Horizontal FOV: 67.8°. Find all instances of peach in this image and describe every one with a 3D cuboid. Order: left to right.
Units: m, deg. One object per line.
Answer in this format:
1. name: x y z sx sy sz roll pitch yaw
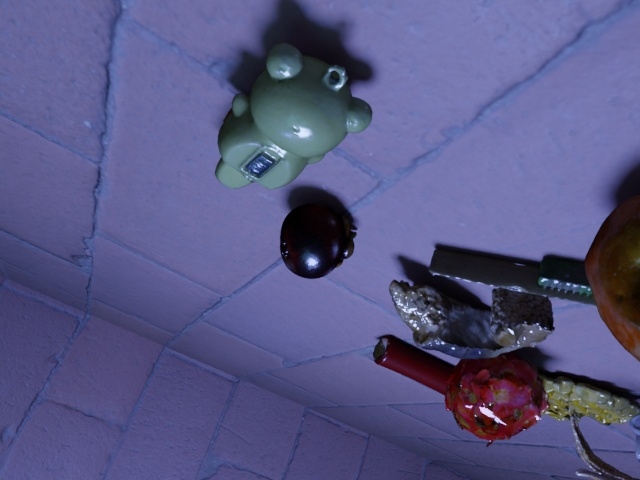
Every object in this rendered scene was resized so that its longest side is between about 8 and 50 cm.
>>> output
1. peach: 0.400 0.054 0.484 0.215 0.235 0.214 7 149 4

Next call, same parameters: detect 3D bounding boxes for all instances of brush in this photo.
1. brush: 0.311 0.051 0.727 0.283 0.054 0.048 10 142 20

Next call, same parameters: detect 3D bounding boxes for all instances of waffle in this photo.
1. waffle: 0.599 0.381 1.130 0.262 0.056 0.250 17 152 12

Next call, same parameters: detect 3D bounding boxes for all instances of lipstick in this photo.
1. lipstick: 0.254 0.330 1.243 0.241 0.080 0.080 28 152 -14

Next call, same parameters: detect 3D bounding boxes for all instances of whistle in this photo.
1. whistle: -0.056 -0.132 0.585 0.131 0.106 0.288 30 150 -23

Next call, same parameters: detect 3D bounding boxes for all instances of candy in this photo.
1. candy: 0.331 0.122 0.785 0.096 0.110 0.085 9 143 -2

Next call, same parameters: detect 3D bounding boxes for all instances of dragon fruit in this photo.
1. dragon fruit: 0.378 0.341 1.057 0.205 0.210 0.268 -11 145 -1

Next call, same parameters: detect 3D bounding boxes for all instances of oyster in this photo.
1. oyster: 0.251 0.167 0.912 0.166 0.110 0.341 0 160 45

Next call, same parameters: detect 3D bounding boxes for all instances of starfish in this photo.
1. starfish: 0.716 0.482 0.970 0.398 0.132 0.384 9 161 37

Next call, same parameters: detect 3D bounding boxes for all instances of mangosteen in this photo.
1. mangosteen: 0.000 0.000 0.791 0.140 0.140 0.140 16 152 9

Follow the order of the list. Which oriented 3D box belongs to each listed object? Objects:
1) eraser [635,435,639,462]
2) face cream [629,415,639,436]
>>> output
1. eraser: 0.839 0.532 1.204 0.046 0.091 0.212 -5 142 42
2. face cream: 0.867 0.459 1.071 0.292 0.070 0.144 23 155 -3
